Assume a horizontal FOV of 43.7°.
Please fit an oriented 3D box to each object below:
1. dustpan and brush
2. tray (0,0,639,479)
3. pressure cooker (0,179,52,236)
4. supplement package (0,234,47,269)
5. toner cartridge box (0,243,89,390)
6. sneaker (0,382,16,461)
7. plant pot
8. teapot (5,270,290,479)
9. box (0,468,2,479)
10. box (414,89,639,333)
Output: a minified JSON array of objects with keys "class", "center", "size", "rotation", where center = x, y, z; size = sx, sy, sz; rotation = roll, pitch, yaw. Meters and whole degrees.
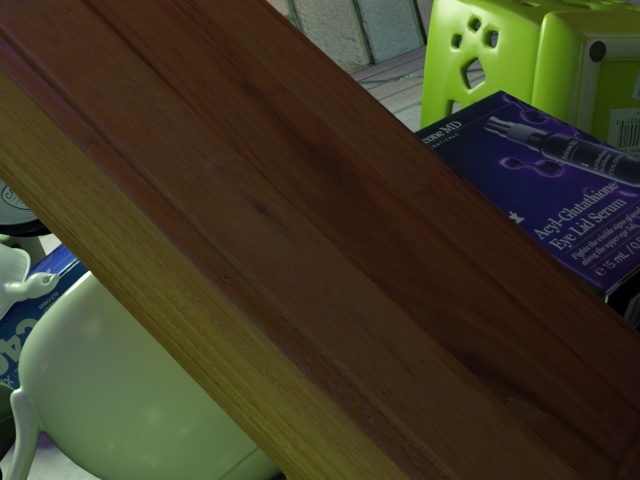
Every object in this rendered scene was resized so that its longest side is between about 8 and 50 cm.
[{"class":"dustpan and brush","center":[-0.320,0.053,0.788],"size":[0.211,0.060,0.147],"rotation":[-26,36,48]},{"class":"tray","center":[0.000,0.000,0.448],"size":[0.203,0.411,0.076],"rotation":[-36,-14,-45]},{"class":"pressure cooker","center":[-0.351,-0.191,1.045],"size":[0.375,0.370,0.420],"rotation":[4,11,17]},{"class":"supplement package","center":[-0.450,0.074,1.072],"size":[0.133,0.139,0.244],"rotation":[-20,18,-4]},{"class":"toner cartridge box","center":[-0.264,0.046,0.879],"size":[0.348,0.075,0.165],"rotation":[-41,21,-4]},{"class":"sneaker","center":[-0.251,0.204,0.473],"size":[0.106,0.101,0.267],"rotation":[25,48,6]},{"class":"plant pot","center":[0.248,-0.126,0.787],"size":[0.228,0.227,0.207],"rotation":[-5,19,-22]},{"class":"teapot","center":[-0.069,0.097,0.555],"size":[0.256,0.187,0.252],"rotation":[-41,-9,15]},{"class":"box","center":[-0.353,0.241,0.590],"size":[0.220,0.051,0.175],"rotation":[-22,18,-14]},{"class":"box","center":[0.160,-0.009,0.612],"size":[0.153,0.108,0.207],"rotation":[-30,51,-33]}]
